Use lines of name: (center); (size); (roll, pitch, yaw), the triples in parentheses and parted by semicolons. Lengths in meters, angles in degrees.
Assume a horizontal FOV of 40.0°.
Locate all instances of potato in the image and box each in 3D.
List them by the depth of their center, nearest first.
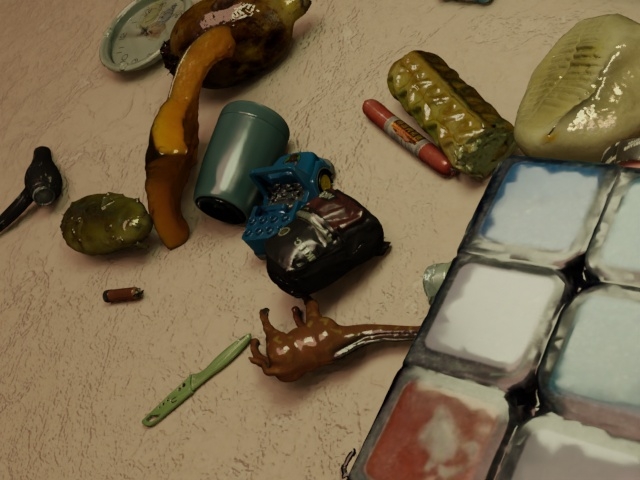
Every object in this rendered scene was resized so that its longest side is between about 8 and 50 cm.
potato: (-0.367, -0.029, 1.518); (0.226, 0.090, 0.117); (4, 67, 42)

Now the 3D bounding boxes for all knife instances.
knife: (-0.179, 0.201, 1.274); (0.207, 0.014, 0.030); (-41, 46, 2)

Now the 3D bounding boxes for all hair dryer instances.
hair dryer: (-0.604, -0.080, 1.754); (0.219, 0.075, 0.195); (-43, 34, 9)

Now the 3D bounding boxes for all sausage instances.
sausage: (0.130, -0.157, 1.325); (0.034, 0.034, 0.253); (-43, 45, -1)

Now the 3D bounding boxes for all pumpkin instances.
pumpkin: (-0.225, -0.173, 1.450); (0.095, 0.258, 0.290); (14, 55, -2)

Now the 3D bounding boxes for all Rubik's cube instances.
Rubik's cube: (0.290, 0.168, 0.740); (0.359, 0.363, 0.362); (9, 64, 36)

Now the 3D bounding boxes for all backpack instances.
backpack: (0.001, 0.002, 1.218); (0.165, 0.105, 0.120); (-34, 45, -24)

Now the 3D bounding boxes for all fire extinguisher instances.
fire extinguisher: (-0.323, 0.090, 1.448); (0.083, 0.022, 0.028); (-7, 18, 30)

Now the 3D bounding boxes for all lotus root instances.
lotus root: (-0.156, -0.366, 1.581); (0.314, 0.169, 0.141); (-24, 61, 16)

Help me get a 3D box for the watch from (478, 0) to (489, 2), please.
watch: (0.240, -0.508, 1.403); (0.211, 0.193, 0.210); (-19, 46, 22)

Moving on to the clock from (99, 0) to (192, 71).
clock: (-0.360, -0.437, 1.856); (0.237, 0.053, 0.236); (-18, 51, 24)

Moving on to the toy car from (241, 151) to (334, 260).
toy car: (-0.055, -0.063, 1.330); (0.097, 0.100, 0.191); (-5, 52, 34)

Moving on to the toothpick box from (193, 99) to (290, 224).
toothpick box: (-0.131, -0.121, 1.415); (0.120, 0.120, 0.184); (3, 63, 36)

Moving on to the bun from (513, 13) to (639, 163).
bun: (0.355, -0.172, 1.114); (0.229, 0.145, 0.229); (-55, 15, 23)

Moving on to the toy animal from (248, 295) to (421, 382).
toy animal: (0.028, 0.124, 1.163); (0.224, 0.066, 0.230); (-32, 32, -17)

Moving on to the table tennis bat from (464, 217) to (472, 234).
table tennis bat: (0.259, -0.012, 1.140); (0.157, 0.013, 0.087); (1, 57, 35)

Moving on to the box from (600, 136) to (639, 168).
box: (0.377, -0.024, 0.978); (0.151, 0.151, 0.135); (5, 69, 37)

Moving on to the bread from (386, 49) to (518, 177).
bread: (0.181, -0.194, 1.277); (0.098, 0.087, 0.269); (-38, 44, 6)

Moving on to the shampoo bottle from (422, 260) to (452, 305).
shampoo bottle: (0.232, 0.043, 1.090); (0.213, 0.049, 0.072); (-10, 53, 29)
